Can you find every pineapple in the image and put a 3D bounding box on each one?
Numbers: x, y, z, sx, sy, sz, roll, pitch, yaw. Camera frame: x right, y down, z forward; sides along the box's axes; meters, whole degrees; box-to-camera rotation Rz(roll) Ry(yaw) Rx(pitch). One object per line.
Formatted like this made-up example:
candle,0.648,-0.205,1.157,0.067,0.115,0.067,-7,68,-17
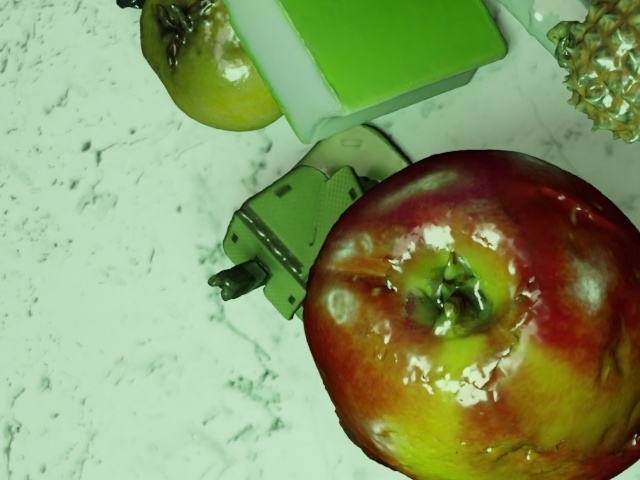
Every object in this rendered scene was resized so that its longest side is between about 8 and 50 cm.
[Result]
pineapple,0.296,-0.163,1.632,0.193,0.166,0.166,23,97,22

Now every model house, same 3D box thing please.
model house,0.000,0.000,1.867,0.218,0.279,0.205,-45,81,13

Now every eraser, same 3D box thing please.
eraser,0.045,-0.234,1.853,0.092,0.274,0.210,-36,83,48

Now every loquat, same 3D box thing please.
loquat,-0.100,-0.220,1.929,0.213,0.213,0.213,0,91,16

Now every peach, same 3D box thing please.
peach,0.178,0.104,1.754,0.353,0.416,0.339,36,86,21

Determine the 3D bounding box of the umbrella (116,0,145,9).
umbrella,-0.127,-0.407,1.984,0.154,0.128,0.336,23,103,30

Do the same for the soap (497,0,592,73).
soap,0.336,-0.337,1.800,0.435,0.213,0.350,45,105,10
